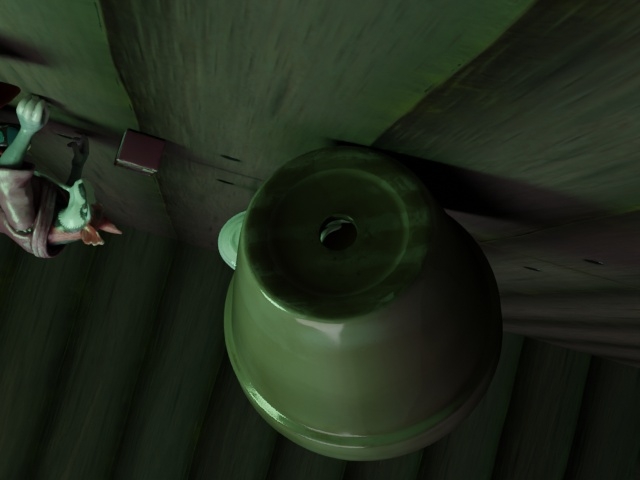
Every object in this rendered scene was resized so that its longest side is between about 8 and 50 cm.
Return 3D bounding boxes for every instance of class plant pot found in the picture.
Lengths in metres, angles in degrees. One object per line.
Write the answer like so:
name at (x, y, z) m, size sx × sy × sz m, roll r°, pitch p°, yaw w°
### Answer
plant pot at (0.033, 0.046, 1.074) m, size 0.323 × 0.323 × 0.280 m, roll 14°, pitch 158°, yaw 15°

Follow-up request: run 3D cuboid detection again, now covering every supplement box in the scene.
supplement box at (-0.237, -0.114, 1.315) m, size 0.055 × 0.043 × 0.083 m, roll 17°, pitch 175°, yaw -15°

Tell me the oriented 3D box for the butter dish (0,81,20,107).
butter dish at (-0.397, -0.162, 0.952) m, size 0.160 × 0.118 × 0.160 m, roll 14°, pitch -142°, yaw 20°

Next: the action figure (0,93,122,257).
action figure at (-0.435, -0.062, 1.325) m, size 0.370 × 0.275 × 0.248 m, roll 28°, pitch 173°, yaw 20°

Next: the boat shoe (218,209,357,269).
boat shoe at (0.000, 0.009, 1.438) m, size 0.367 × 0.135 × 0.156 m, roll 10°, pitch 173°, yaw 22°

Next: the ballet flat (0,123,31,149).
ballet flat at (-0.474, -0.162, 1.552) m, size 0.114 × 0.041 × 0.041 m, roll 12°, pitch 174°, yaw 34°

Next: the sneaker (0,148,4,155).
sneaker at (-0.638, -0.127, 1.922) m, size 0.136 × 0.115 × 0.314 m, roll 13°, pitch 174°, yaw 9°
